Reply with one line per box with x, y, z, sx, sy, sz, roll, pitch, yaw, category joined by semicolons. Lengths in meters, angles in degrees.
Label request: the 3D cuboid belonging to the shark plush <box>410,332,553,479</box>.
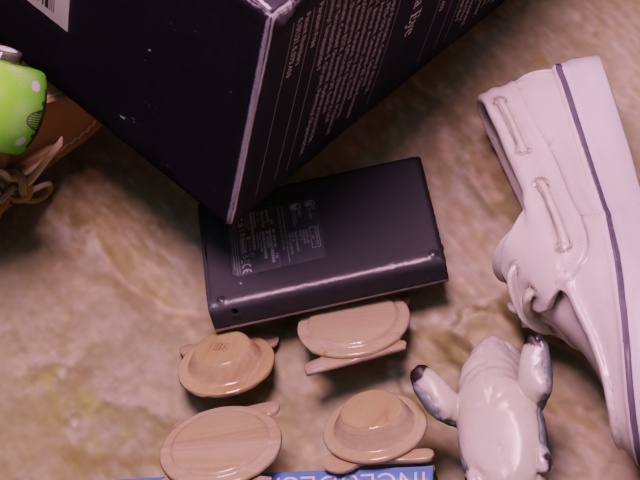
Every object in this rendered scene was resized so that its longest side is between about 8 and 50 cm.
0.108;0.118;0.951;0.073;0.067;0.161;-27;60;7;shark plush

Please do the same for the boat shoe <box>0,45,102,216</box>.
-0.236;-0.018;1.090;0.285;0.104;0.089;-33;62;1;boat shoe

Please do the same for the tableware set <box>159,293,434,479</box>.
-0.015;0.081;0.996;0.141;0.020;0.169;-10;32;4;tableware set

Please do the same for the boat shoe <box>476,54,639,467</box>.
0.137;0.011;0.997;0.088;0.096;0.268;-13;56;7;boat shoe

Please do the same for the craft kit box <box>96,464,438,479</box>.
-0.061;0.238;0.918;0.249;0.061;0.247;-3;55;9;craft kit box

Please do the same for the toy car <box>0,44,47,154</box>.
-0.257;-0.106;1.012;0.225;0.053;0.239;21;100;13;toy car

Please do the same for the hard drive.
0.000;0.000;1.058;0.135;0.022;0.094;-13;42;3;hard drive

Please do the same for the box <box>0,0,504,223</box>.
-0.062;-0.238;1.065;0.343;0.179;0.312;39;57;17;box
